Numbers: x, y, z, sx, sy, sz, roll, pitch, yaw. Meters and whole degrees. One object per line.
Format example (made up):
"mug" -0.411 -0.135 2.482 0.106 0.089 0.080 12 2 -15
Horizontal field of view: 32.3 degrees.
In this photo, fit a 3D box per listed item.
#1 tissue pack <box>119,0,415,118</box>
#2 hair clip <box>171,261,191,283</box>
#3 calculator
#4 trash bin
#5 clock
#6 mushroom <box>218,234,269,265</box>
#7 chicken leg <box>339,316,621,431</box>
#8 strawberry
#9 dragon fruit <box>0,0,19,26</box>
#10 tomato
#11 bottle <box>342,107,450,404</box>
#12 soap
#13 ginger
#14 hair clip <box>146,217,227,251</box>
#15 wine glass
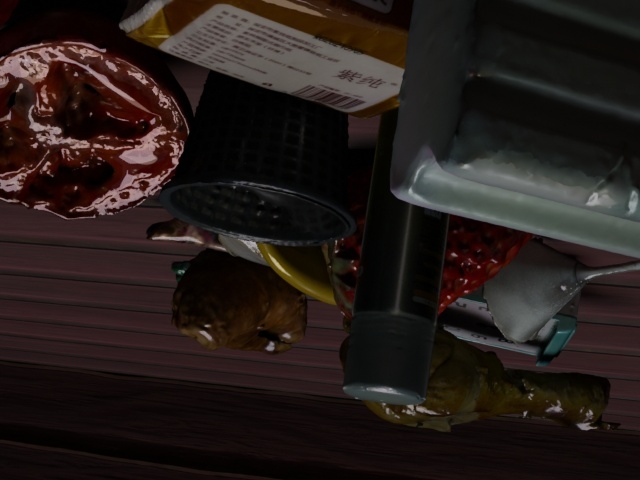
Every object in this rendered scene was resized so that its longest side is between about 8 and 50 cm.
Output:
"tissue pack" -0.014 -0.171 0.820 0.226 0.092 0.183 18 162 -26
"hair clip" -0.168 0.076 1.905 0.195 0.052 0.124 29 147 -32
"calculator" 0.000 0.000 1.324 0.032 0.146 0.235 -18 152 37
"trash bin" -0.043 -0.094 0.976 0.175 0.161 0.175 9 167 2
"clock" 0.245 0.086 1.585 0.231 0.116 0.262 12 164 8
"mushroom" -0.014 0.000 1.416 0.278 0.099 0.096 15 -158 -30
"chicken leg" 0.234 0.205 1.585 0.429 0.153 0.201 11 179 -14
"strawberry" 0.125 0.001 1.231 0.244 0.205 0.205 -12 164 -2
"dragon fruit" -0.313 -0.199 0.825 0.189 0.163 0.262 -20 161 2
"tomato" -0.233 -0.125 1.012 0.227 0.101 0.228 -8 139 -7
"bottle" 0.079 0.010 1.048 0.082 0.286 0.082 8 164 2
"soap" 0.235 -0.095 0.732 0.346 0.208 0.115 12 166 -15
"ginger" -0.132 0.087 1.649 0.165 0.172 0.321 -36 162 18
"hair clip" -0.088 0.015 1.522 0.300 0.069 0.173 20 -170 -13
"wine glass" 0.322 0.037 1.296 0.232 0.156 0.156 -12 154 42
